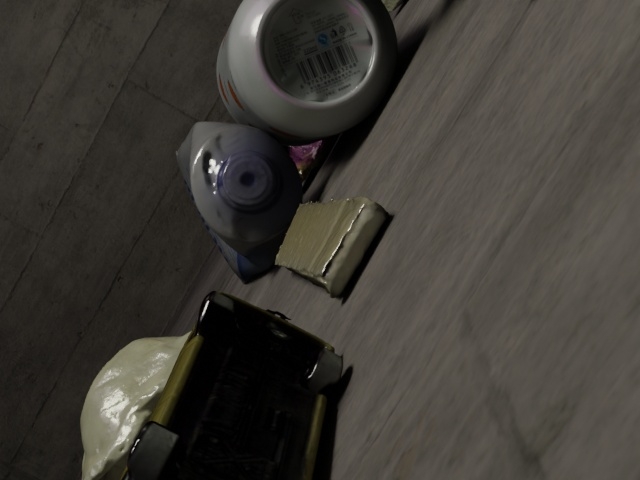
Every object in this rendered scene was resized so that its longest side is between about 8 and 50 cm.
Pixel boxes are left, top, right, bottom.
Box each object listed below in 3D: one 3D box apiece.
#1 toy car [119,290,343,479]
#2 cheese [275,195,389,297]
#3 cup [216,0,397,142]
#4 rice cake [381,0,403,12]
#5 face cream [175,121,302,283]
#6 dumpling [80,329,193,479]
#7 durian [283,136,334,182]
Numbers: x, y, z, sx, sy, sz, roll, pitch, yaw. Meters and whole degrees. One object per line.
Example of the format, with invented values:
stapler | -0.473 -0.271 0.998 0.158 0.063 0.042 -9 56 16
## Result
toy car | -0.058 0.129 0.584 0.124 0.101 0.256 -62 5 21
cheese | -0.003 0.000 0.968 0.085 0.034 0.400 -60 7 -2
cup | -0.021 -0.228 1.313 0.212 0.212 0.317 -60 9 0
rice cake | 0.142 -0.421 1.574 0.057 0.052 0.256 -32 -1 -17
face cream | -0.126 -0.056 1.430 0.137 0.234 0.420 -29 1 -14
dumpling | -0.168 0.169 1.071 0.250 0.132 0.162 -45 -15 -48
durian | -0.016 -0.196 1.568 0.260 0.154 0.186 -54 -19 -15
